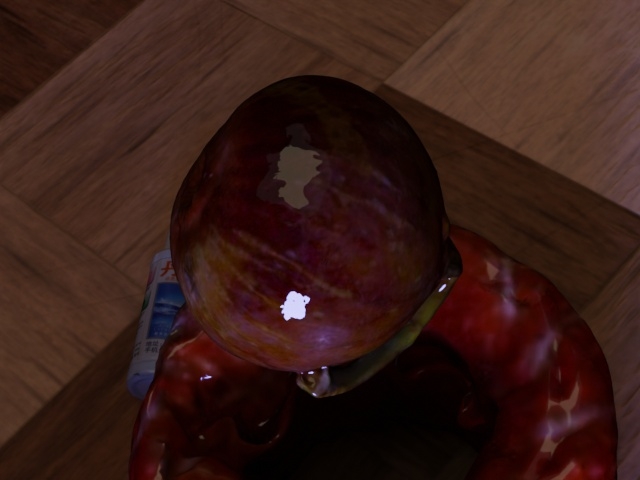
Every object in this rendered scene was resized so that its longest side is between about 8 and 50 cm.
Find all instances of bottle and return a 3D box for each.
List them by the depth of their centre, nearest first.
[{"bbox_3d":[-0.136,0.046,1.161,0.060,0.060,0.217,-3,53,11],"label":"bottle"}]

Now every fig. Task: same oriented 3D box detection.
[{"bbox_3d":[0.000,-0.001,0.806,0.205,0.205,0.205,-7,52,8],"label":"fig"}]

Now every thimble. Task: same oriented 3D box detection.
[{"bbox_3d":[0.047,0.167,0.918,0.350,0.230,0.350,-6,52,7],"label":"thimble"}]
